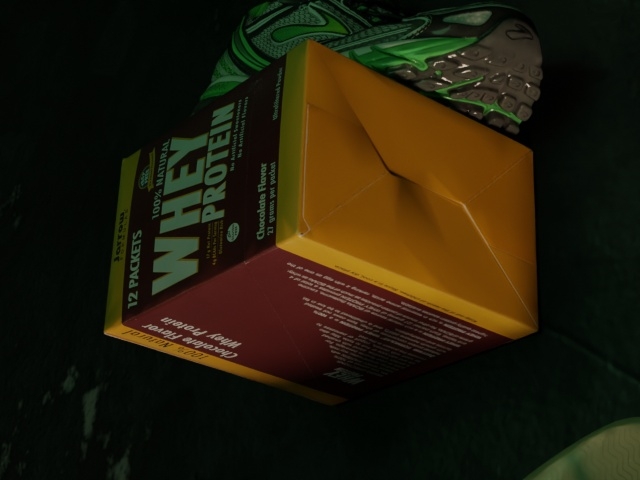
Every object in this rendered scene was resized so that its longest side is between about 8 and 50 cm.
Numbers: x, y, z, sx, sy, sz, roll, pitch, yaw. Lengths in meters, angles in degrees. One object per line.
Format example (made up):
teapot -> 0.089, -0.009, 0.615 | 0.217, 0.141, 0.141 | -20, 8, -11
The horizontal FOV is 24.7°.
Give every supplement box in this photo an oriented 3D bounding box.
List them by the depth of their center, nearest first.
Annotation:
supplement box -> 0.000, 0.000, 0.919 | 0.194, 0.191, 0.129 | -27, 52, 44

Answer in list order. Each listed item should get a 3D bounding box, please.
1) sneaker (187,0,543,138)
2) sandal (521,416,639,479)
sneaker -> 0.021, -0.130, 1.013 | 0.343, 0.134, 0.146 | 2, 73, 54
sandal -> 0.067, 0.194, 0.764 | 0.303, 0.086, 0.120 | -32, 46, 6
